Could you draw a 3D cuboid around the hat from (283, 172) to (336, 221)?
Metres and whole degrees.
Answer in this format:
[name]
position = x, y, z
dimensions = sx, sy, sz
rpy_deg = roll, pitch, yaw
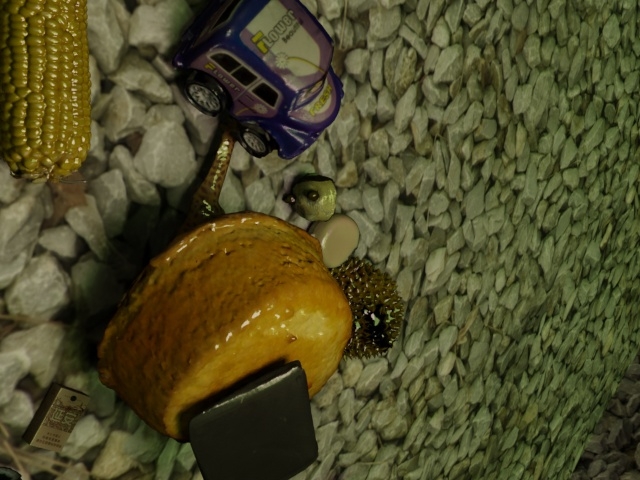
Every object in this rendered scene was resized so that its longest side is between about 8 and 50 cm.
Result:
[hat]
position = -0.016, -0.069, 1.221
dimensions = 0.059, 0.077, 0.076
rpy_deg = -13, 115, -45

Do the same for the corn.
[corn]
position = -0.303, -0.214, 0.818
dimensions = 0.106, 0.106, 0.305
rpy_deg = -11, 112, -46

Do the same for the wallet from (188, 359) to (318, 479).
[wallet]
position = -0.086, 0.259, 0.993
dimensions = 0.169, 0.052, 0.245
rpy_deg = -23, 140, -18

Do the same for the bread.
[bread]
position = -0.118, 0.136, 1.036
dimensions = 0.337, 0.204, 0.358
rpy_deg = -46, 150, 14

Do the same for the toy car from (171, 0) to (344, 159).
[toy car]
position = -0.062, -0.231, 1.009
dimensions = 0.235, 0.158, 0.172
rpy_deg = 42, 65, -21

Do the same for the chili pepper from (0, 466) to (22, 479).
[chili pepper]
position = -0.458, 0.409, 0.888
dimensions = 0.136, 0.099, 0.270
rpy_deg = 18, 86, -59

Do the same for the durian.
[durian]
position = 0.062, 0.133, 1.343
dimensions = 0.237, 0.138, 0.193
rpy_deg = -28, 124, -39

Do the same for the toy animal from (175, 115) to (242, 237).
[toy animal]
position = -0.156, -0.040, 1.096
dimensions = 0.149, 0.054, 0.275
rpy_deg = -19, 117, -46

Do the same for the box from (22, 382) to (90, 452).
[box]
position = -0.352, 0.237, 1.000
dimensions = 0.053, 0.024, 0.083
rpy_deg = 37, 78, -49

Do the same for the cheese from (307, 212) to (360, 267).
[cheese]
position = 0.001, 0.007, 1.294
dimensions = 0.171, 0.048, 0.092
rpy_deg = -27, 121, -40
